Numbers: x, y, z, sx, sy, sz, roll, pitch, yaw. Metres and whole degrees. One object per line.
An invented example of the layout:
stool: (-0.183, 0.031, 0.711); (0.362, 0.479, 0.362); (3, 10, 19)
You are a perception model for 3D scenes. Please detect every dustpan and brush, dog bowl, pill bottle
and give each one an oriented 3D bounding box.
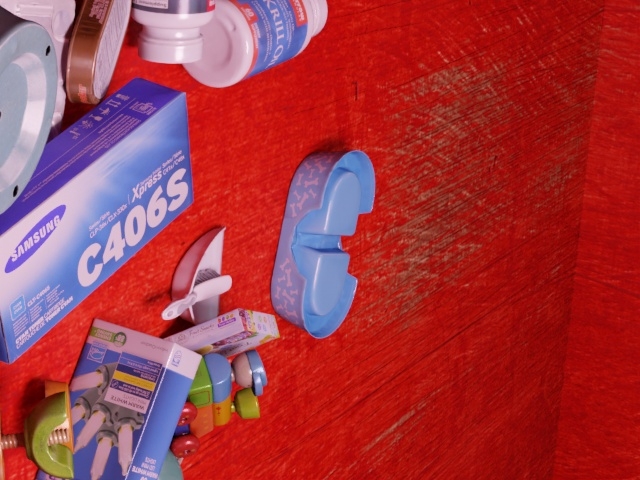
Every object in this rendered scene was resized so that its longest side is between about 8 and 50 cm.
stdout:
dustpan and brush: (-0.174, 0.072, 2.087); (0.211, 0.060, 0.147); (-22, 121, -56)
dog bowl: (0.000, 0.000, 2.354); (0.166, 0.074, 0.297); (1, 100, -61)
pill bottle: (-0.085, -0.289, 2.019); (0.221, 0.124, 0.124); (-34, 131, -51)
pill bottle: (-0.181, -0.313, 1.855); (0.108, 0.108, 0.180); (-26, 125, -55)

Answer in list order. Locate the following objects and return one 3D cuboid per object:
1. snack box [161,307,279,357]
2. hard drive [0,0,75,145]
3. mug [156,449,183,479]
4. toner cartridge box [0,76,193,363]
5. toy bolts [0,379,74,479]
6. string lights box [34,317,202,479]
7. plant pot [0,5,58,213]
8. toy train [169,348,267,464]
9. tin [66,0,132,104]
snack box: (-0.142, 0.137, 2.096); (0.100, 0.141, 0.037); (15, 56, -62)
hard drive: (-0.375, -0.118, 1.644); (0.237, 0.064, 0.339); (-9, 109, -60)
mug: (-0.237, 0.313, 1.997); (0.158, 0.129, 0.097); (-45, 151, 4)
toner cartridge box: (-0.275, -0.030, 1.707); (0.348, 0.075, 0.165); (-46, 145, -42)
toy bolts: (-0.373, 0.283, 1.806); (0.218, 0.158, 0.228); (-132, -142, -76)
string lights box: (-0.263, 0.244, 1.929); (0.077, 0.133, 0.259); (36, 70, -60)
plant pot: (-0.384, -0.136, 1.346); (0.271, 0.255, 0.271); (17, 90, -80)
toy train: (-0.148, 0.240, 2.102); (0.248, 0.143, 0.105); (92, -18, -53)
tin: (-0.256, -0.243, 1.763); (0.106, 0.040, 0.189); (102, 0, -59)
